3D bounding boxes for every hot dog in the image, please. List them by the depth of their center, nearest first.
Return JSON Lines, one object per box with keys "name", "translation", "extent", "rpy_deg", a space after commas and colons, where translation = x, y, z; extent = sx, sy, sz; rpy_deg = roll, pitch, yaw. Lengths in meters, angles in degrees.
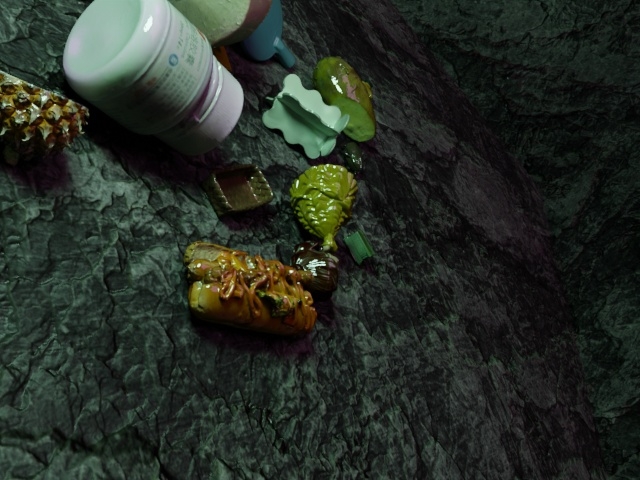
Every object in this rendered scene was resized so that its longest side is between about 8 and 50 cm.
{"name": "hot dog", "translation": [-0.124, 0.098, 1.449], "extent": [0.348, 0.117, 0.158], "rpy_deg": [22, 44, -48]}

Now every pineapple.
{"name": "pineapple", "translation": [-0.477, -0.184, 1.190], "extent": [0.176, 0.137, 0.161], "rpy_deg": [23, -1, -40]}

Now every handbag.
{"name": "handbag", "translation": [0.102, -0.253, 2.250], "extent": [0.072, 0.047, 0.111], "rpy_deg": [28, 39, -52]}

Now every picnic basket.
{"name": "picnic basket", "translation": [-0.184, -0.109, 1.634], "extent": [0.110, 0.054, 0.193], "rpy_deg": [61, 27, 5]}

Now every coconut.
{"name": "coconut", "translation": [-0.276, -0.592, 1.709], "extent": [0.297, 0.297, 0.309], "rpy_deg": [55, 16, -5]}

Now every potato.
{"name": "potato", "translation": [0.086, -0.450, 2.328], "extent": [0.298, 0.141, 0.176], "rpy_deg": [53, 37, -7]}

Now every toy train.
{"name": "toy train", "translation": [0.104, 0.017, 1.964], "extent": [0.038, 0.056, 0.093], "rpy_deg": [-14, 73, -59]}

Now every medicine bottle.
{"name": "medicine bottle", "translation": [-0.316, -0.321, 1.438], "extent": [0.302, 0.241, 0.241], "rpy_deg": [37, 33, -51]}

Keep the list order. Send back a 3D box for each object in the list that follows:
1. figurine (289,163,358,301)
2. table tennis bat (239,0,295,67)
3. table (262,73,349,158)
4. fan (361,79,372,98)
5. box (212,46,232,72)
{"name": "figurine", "translation": [0.004, 0.001, 1.723], "extent": [0.168, 0.187, 0.315], "rpy_deg": [33, 43, -35]}
{"name": "table tennis bat", "translation": [-0.154, -0.602, 2.102], "extent": [0.329, 0.044, 0.215], "rpy_deg": [45, 61, -60]}
{"name": "table", "translation": [-0.049, -0.336, 1.992], "extent": [0.198, 0.166, 0.167], "rpy_deg": [33, 35, -25]}
{"name": "fan", "translation": [0.161, -0.551, 2.662], "extent": [0.082, 0.039, 0.155], "rpy_deg": [50, 28, -13]}
{"name": "box", "translation": [-0.285, -0.512, 1.922], "extent": [0.087, 0.023, 0.155], "rpy_deg": [19, 46, -53]}
